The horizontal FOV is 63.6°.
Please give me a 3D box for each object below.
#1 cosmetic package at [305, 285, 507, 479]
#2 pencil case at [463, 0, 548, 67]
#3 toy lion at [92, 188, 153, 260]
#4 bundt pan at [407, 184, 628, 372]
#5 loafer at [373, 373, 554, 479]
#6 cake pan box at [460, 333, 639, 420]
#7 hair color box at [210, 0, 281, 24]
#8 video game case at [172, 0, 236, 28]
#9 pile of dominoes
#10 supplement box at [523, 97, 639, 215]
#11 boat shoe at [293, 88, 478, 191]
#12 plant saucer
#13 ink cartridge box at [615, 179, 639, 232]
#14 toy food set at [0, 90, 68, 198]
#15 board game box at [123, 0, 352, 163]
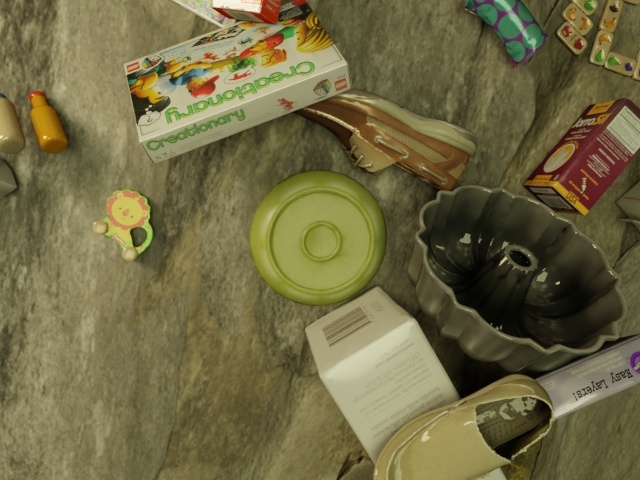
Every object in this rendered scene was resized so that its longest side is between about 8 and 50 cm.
[{"bbox_3d":[0.162,0.320,0.850,0.162,0.230,0.453,-31,101,-2],"label":"cosmetic package"},{"bbox_3d":[0.305,-0.365,0.855,0.152,0.064,0.070,44,129,-11],"label":"pencil case"},{"bbox_3d":[-0.315,-0.030,0.851,0.100,0.034,0.096,45,83,-10],"label":"toy lion"},{"bbox_3d":[0.286,0.066,0.809,0.331,0.330,0.124,10,134,-8],"label":"bundt pan"},{"bbox_3d":[0.189,0.259,0.674,0.269,0.092,0.101,-31,78,-8],"label":"loafer"},{"bbox_3d":[0.377,0.241,0.858,0.246,0.267,0.070,-20,73,-4],"label":"cake pan box"},{"bbox_3d":[-0.097,-0.416,0.761,0.093,0.053,0.167,17,98,23],"label":"hair color box"},{"bbox_3d":[-0.180,-0.401,0.822,0.122,0.011,0.087,26,94,-9],"label":"video game case"},{"bbox_3d":[0.525,-0.424,0.884,0.196,0.040,0.250,14,95,-8],"label":"pile of dominoes"},{"bbox_3d":[0.456,-0.141,0.882,0.081,0.104,0.188,39,92,-10],"label":"supplement box"},{"bbox_3d":[0.093,-0.162,0.833,0.325,0.123,0.116,17,98,-7],"label":"boat shoe"},{"bbox_3d":[0.000,0.000,0.885,0.241,0.037,0.240,-1,98,-7],"label":"plant saucer"},{"bbox_3d":[0.616,-0.068,0.917,0.143,0.092,0.090,-43,101,2],"label":"ink cartridge box"},{"bbox_3d":[-0.514,-0.141,0.780,0.232,0.111,0.104,-31,69,9],"label":"toy food set"},{"bbox_3d":[-0.130,-0.245,0.771,0.306,0.053,0.192,-22,55,-3],"label":"board game box"}]
